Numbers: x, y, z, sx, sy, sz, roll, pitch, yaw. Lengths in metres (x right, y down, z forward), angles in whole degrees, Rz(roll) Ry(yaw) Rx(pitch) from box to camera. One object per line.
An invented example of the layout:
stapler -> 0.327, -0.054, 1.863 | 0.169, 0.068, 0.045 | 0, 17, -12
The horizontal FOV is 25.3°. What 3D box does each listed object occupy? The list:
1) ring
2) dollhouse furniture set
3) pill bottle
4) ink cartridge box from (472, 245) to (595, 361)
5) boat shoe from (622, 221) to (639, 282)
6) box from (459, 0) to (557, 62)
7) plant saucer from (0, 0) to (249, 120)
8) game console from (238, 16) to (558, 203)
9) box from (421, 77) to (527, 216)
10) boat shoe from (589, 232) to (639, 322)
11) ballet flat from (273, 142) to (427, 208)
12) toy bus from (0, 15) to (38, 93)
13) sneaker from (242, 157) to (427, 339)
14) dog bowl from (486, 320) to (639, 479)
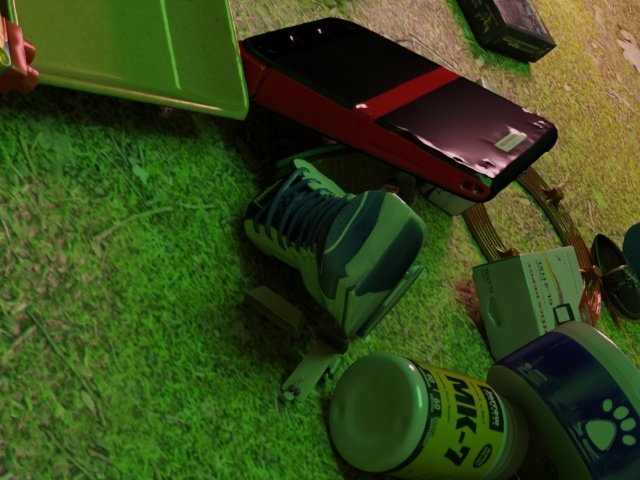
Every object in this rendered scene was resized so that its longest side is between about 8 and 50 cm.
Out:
ring -> 0.306, -0.020, 2.049 | 0.336, 0.032, 0.337 | 36, 33, -29
dollhouse furniture set -> -0.043, 0.111, 1.421 | 0.114, 0.091, 0.081 | 35, 71, 8
pill bottle -> 0.117, 0.189, 1.460 | 0.208, 0.119, 0.119 | 19, 45, -46
ink cartridge box -> 0.277, 0.080, 1.830 | 0.175, 0.072, 0.127 | -7, 82, -58
boat shoe -> 0.537, 0.094, 2.226 | 0.089, 0.109, 0.258 | -17, 91, -67
box -> 0.290, -0.421, 2.413 | 0.183, 0.059, 0.233 | 5, 55, -54
plant saucer -> -0.228, -0.283, 1.428 | 0.333, 0.081, 0.333 | 5, 71, -54
game console -> 0.090, -0.158, 1.670 | 0.342, 0.060, 0.386 | 29, 22, 11
box -> 0.196, -0.123, 1.897 | 0.072, 0.126, 0.137 | 34, 36, -35
boat shoe -> 0.446, 0.056, 2.142 | 0.152, 0.056, 0.049 | 63, 3, 33
ballet flat -> 0.057, -0.070, 1.680 | 0.342, 0.116, 0.124 | -29, 104, -65
toy bus -> -0.332, -0.200, 1.176 | 0.211, 0.149, 0.220 | 23, 40, -47
sneaker -> 0.000, 0.000, 1.432 | 0.182, 0.127, 0.315 | 38, -6, 9
dog bowl -> 0.291, 0.227, 1.547 | 0.265, 0.104, 0.265 | 58, -13, 22
